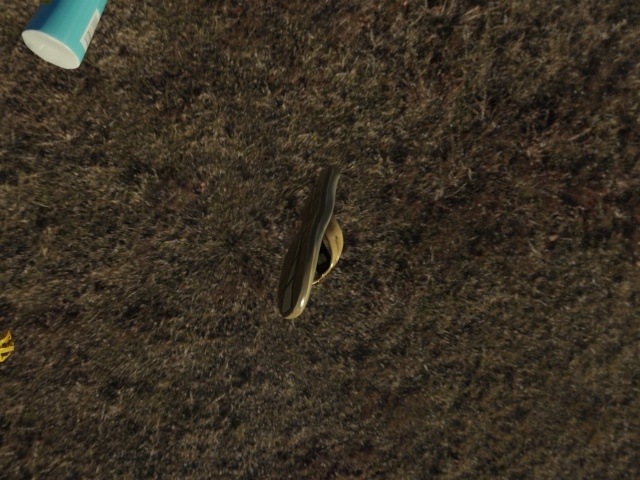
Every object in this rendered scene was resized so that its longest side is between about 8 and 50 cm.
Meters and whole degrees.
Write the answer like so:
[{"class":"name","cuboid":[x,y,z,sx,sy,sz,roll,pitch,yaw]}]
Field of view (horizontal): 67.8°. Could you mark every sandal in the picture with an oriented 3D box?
[{"class":"sandal","cuboid":[0.000,0.000,0.512,0.049,0.072,0.180,24,62,-16]}]

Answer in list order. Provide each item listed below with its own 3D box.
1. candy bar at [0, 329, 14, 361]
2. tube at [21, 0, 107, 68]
[{"class":"candy bar","cuboid":[-0.296,0.037,0.352,0.162,0.040,0.018,37,38,-3]},{"class":"tube","cuboid":[-0.231,-0.275,0.486,0.052,0.080,0.206,35,63,-46]}]
